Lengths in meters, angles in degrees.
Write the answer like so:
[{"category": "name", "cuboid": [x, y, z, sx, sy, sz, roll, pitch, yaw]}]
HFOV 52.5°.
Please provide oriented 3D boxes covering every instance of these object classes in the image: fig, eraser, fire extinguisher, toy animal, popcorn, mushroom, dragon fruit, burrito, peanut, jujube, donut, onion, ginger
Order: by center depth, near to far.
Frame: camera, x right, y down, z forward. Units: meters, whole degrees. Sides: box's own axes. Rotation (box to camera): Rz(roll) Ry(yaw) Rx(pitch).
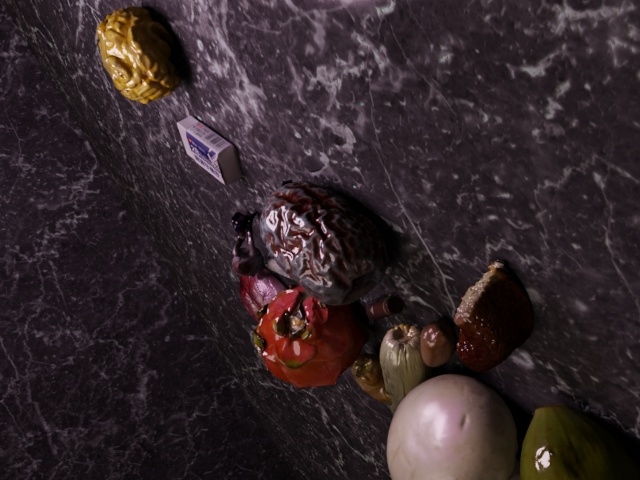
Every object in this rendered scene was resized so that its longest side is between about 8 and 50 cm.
[{"category": "fig", "cuboid": [0.450, 0.416, 1.155, 0.230, 0.207, 0.207, 52, 157, 3]}, {"category": "donut", "cuboid": [0.308, 0.148, 1.169, 0.144, 0.126, 0.186, 41, 154, 12]}, {"category": "mushroom", "cuboid": [0.300, 0.473, 1.402, 0.356, 0.315, 0.315, 51, 157, 19]}, {"category": "peanut", "cuboid": [0.256, 0.231, 1.426, 0.076, 0.076, 0.152, 39, 156, 31]}, {"category": "jujube", "cuboid": [0.000, 0.000, 1.441, 0.317, 0.226, 0.226, 45, 156, 33]}, {"category": "fire extinguisher", "cuboid": [0.148, 0.166, 1.583, 0.158, 0.043, 0.064, 148, 117, -66]}, {"category": "dragon fruit", "cuboid": [-0.036, 0.215, 1.709, 0.305, 0.305, 0.226, 26, 144, 48]}, {"category": "popcorn", "cuboid": [-0.481, -0.492, 1.710, 0.250, 0.190, 0.250, 54, 168, 17]}, {"category": "ginger", "cuboid": [0.153, 0.371, 1.755, 0.216, 0.102, 0.157, 41, 178, -7]}, {"category": "eraser", "cuboid": [-0.319, -0.259, 1.856, 0.210, 0.068, 0.124, 38, 154, 34]}, {"category": "burrito", "cuboid": [-0.100, 0.079, 1.912, 0.203, 0.064, 0.064, 22, 141, 49]}, {"category": "toy animal", "cuboid": [-0.214, 0.052, 1.966, 0.090, 0.195, 0.324, 7, 147, 7]}, {"category": "onion", "cuboid": [-0.205, 0.183, 2.180, 0.283, 0.120, 0.227, 44, 150, 22]}]

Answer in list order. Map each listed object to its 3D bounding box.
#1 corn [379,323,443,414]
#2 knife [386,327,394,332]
[{"category": "corn", "cuboid": [0.219, 0.332, 1.572, 0.122, 0.123, 0.305, 29, 147, 44]}, {"category": "knife", "cuboid": [0.199, 0.287, 1.676, 0.044, 0.023, 0.162, 33, 149, 48]}]
